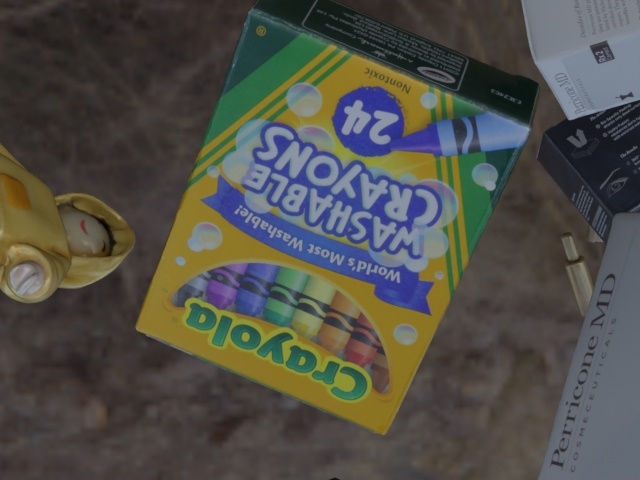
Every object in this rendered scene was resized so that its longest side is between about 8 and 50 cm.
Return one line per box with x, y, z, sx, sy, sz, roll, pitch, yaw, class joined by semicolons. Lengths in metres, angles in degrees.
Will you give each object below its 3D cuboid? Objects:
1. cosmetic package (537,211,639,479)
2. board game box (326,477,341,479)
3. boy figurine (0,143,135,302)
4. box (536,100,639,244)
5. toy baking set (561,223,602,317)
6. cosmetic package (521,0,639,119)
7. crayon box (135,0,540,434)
0.343;0.107;1.126;0.161;0.230;0.453;19;173;-21;cosmetic package
0.006;0.371;2.170;0.165;0.042;0.243;20;-161;33;board game box
-0.241;-0.021;1.339;0.092;0.177;0.285;-36;146;10;boy figurine
0.395;-0.108;2.278;0.156;0.158;0.093;-33;163;-12;box
0.442;0.053;2.391;0.197;0.030;0.256;-16;110;0;toy baking set
0.337;-0.256;1.979;0.184;0.151;0.151;-17;151;17;cosmetic package
0.000;0.000;1.239;0.203;0.083;0.323;23;120;1;crayon box
